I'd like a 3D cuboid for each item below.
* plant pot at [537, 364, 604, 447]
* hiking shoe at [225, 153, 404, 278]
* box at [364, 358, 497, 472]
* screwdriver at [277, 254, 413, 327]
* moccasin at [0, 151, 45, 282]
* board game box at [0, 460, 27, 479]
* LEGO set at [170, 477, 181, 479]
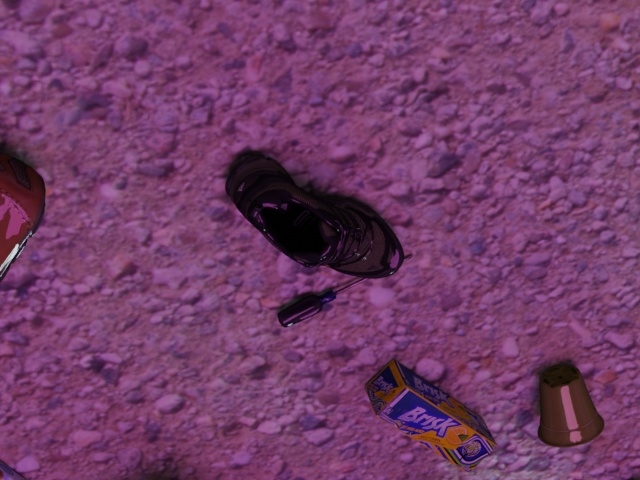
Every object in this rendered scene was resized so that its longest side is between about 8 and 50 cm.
[{"bbox_3d":[0.299,0.198,1.858,0.083,0.083,0.079,-17,115,-3],"label":"plant pot"},{"bbox_3d":[0.000,0.000,1.614,0.227,0.114,0.086,26,115,-28],"label":"hiking shoe"},{"bbox_3d":[0.133,0.212,1.829,0.169,0.059,0.054,34,108,-31],"label":"box"},{"bbox_3d":[0.029,0.055,1.723,0.170,0.024,0.025,-24,156,-5],"label":"screwdriver"},{"bbox_3d":[-0.421,0.069,1.536,0.147,0.139,0.380,24,115,-26],"label":"moccasin"},{"bbox_3d":[-0.391,0.300,1.777,0.090,0.020,0.090,-37,126,12],"label":"board game box"},{"bbox_3d":[-0.096,0.381,1.865,0.227,0.093,0.087,20,117,-26],"label":"LEGO set"}]
